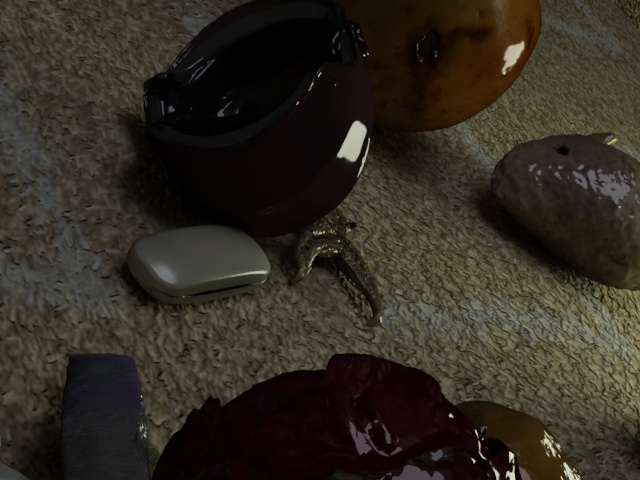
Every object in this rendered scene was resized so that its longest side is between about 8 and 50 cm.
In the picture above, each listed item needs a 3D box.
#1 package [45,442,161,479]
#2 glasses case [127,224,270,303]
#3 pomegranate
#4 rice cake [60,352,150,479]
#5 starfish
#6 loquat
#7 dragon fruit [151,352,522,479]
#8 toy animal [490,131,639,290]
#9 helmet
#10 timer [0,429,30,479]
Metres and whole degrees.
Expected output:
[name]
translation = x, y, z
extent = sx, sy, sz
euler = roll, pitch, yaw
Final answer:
[package]
translation = -0.164, 0.203, 1.313
extent = 0.121, 0.031, 0.108
euler = 38, 24, 12
[glasses case]
translation = -0.127, 0.024, 1.618
extent = 0.081, 0.051, 0.204
euler = 50, 27, 21
[pomegranate]
translation = 0.124, -0.354, 2.214
extent = 0.410, 0.410, 0.410
euler = 31, 27, -18
[rice cake]
translation = -0.164, 0.164, 1.171
extent = 0.070, 0.064, 0.399
euler = -5, 12, -8
[starfish]
translation = 0.000, -0.002, 1.835
extent = 0.138, 0.050, 0.247
euler = 17, 31, -36
[loquat]
translation = 0.162, 0.266, 1.469
extent = 0.238, 0.193, 0.238
euler = 56, 13, -21
[dragon fruit]
translation = 0.012, 0.252, 1.162
extent = 0.329, 0.329, 0.329
euler = 31, 27, -18
[toy animal]
translation = 0.430, -0.047, 2.321
extent = 0.358, 0.188, 0.226
euler = 37, 32, -8
[helmet]
translation = -0.054, -0.135, 1.766
extent = 0.338, 0.271, 0.197
euler = -91, 157, -61
[timer]
translation = -0.253, 0.195, 1.116
extent = 0.266, 0.175, 0.175
euler = 40, 18, -46
